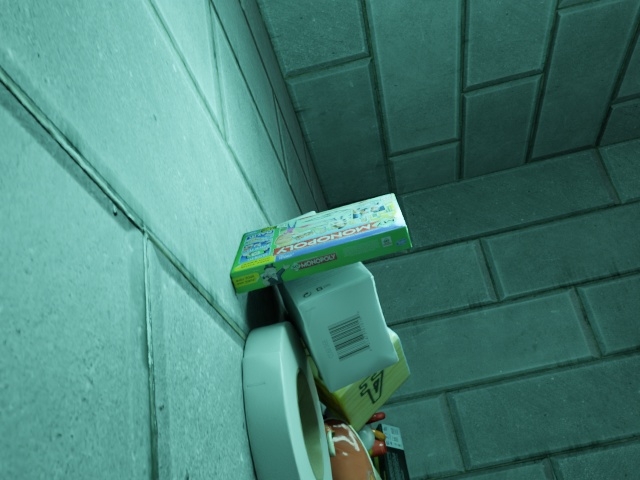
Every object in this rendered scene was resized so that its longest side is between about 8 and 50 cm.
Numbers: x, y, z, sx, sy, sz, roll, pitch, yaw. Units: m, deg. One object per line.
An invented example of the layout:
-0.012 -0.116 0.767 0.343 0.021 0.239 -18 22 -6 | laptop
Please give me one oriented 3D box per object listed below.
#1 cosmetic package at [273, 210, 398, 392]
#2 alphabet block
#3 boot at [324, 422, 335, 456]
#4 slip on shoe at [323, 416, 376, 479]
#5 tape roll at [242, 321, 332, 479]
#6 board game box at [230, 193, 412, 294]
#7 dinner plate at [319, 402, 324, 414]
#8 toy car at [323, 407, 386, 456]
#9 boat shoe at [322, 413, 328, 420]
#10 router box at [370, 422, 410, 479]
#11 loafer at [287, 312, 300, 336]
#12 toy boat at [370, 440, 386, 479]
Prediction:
0.002 0.109 1.344 0.385 0.156 0.217 -125 -165 -62 | cosmetic package
0.068 0.288 1.505 0.192 0.197 0.193 34 -23 40 | alphabet block
-0.010 0.408 1.397 0.059 0.084 0.158 70 7 -45 | boot
0.068 0.515 1.347 0.101 0.123 0.331 94 -17 -46 | slip on shoe
-0.052 0.340 1.169 0.392 0.071 0.392 -12 90 -85 | tape roll
0.000 0.000 1.205 0.213 0.317 0.046 -90 164 -71 | board game box
0.003 0.491 1.731 0.141 0.017 0.141 -12 90 -87 | dinner plate
0.095 0.464 1.670 0.182 0.136 0.159 49 -13 13 | toy car
0.009 0.494 1.486 0.183 0.066 0.066 -91 176 -51 | boat shoe
0.194 0.787 2.059 0.309 0.081 0.243 -96 -154 -60 | router box
-0.030 0.245 1.624 0.080 0.078 0.220 -92 168 -68 | loafer
0.116 0.705 1.855 0.318 0.148 0.268 -80 152 -59 | toy boat
